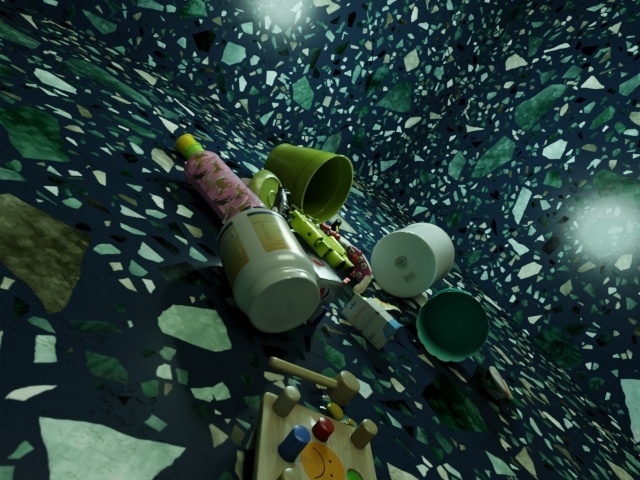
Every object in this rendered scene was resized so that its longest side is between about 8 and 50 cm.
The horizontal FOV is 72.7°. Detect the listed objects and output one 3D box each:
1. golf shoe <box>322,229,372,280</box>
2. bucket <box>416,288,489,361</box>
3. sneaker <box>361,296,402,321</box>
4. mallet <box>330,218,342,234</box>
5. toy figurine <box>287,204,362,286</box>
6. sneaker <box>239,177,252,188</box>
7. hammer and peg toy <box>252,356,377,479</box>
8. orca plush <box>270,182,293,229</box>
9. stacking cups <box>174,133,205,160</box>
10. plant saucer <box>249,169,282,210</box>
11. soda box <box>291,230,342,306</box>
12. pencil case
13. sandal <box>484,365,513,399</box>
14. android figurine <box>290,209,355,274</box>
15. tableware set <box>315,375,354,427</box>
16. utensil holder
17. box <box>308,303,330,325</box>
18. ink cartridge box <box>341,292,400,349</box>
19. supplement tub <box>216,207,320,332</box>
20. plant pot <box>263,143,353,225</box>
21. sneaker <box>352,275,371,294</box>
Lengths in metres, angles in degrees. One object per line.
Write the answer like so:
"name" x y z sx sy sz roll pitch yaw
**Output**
"golf shoe" 0.126 0.061 1.932 0.306 0.115 0.140 45 17 25
"bucket" 0.526 0.328 1.729 0.281 0.281 0.183 41 10 18
"sneaker" 0.225 0.259 1.659 0.208 0.081 0.094 22 20 -33
"mallet" 0.079 -0.038 2.220 0.039 0.062 0.190 28 34 -17
"toy figurine" -0.052 0.043 1.558 0.362 0.191 0.217 37 23 9
"sneaker" -0.255 -0.146 1.807 0.108 0.121 0.302 5 -15 26
"hammer and peg toy" -0.013 0.393 0.840 0.266 0.127 0.361 28 20 -16
"orca plush" -0.132 -0.066 1.583 0.102 0.151 0.287 10 51 2
"stacking cups" -0.488 -0.314 1.840 0.316 0.096 0.096 46 21 16
"plant saucer" -0.204 -0.164 1.746 0.037 0.241 0.241 0 3 26
"soda box" -0.051 0.080 1.359 0.091 0.098 0.286 18 21 -38
"pencil case" -0.352 -0.172 1.593 0.386 0.160 0.167 46 3 29
"sandal" 0.690 0.582 1.706 0.265 0.076 0.102 46 21 -43
"android figurine" 0.000 0.000 1.437 0.273 0.056 0.248 48 9 29
"tableware set" 0.034 0.398 1.076 0.104 0.024 0.154 23 20 -41
"utensil holder" 0.444 0.087 2.090 0.327 0.327 0.385 41 21 18
"box" -0.040 0.184 1.391 0.137 0.072 0.126 35 19 -3
"ink cartridge box" 0.172 0.271 1.495 0.180 0.104 0.060 43 20 21
"supplement tub" -0.148 0.078 1.215 0.228 0.228 0.316 21 24 -38
"plant pot" -0.087 -0.315 2.180 0.353 0.366 0.366 32 14 32
"sneaker" 0.162 0.197 1.777 0.042 0.067 0.118 41 49 11
